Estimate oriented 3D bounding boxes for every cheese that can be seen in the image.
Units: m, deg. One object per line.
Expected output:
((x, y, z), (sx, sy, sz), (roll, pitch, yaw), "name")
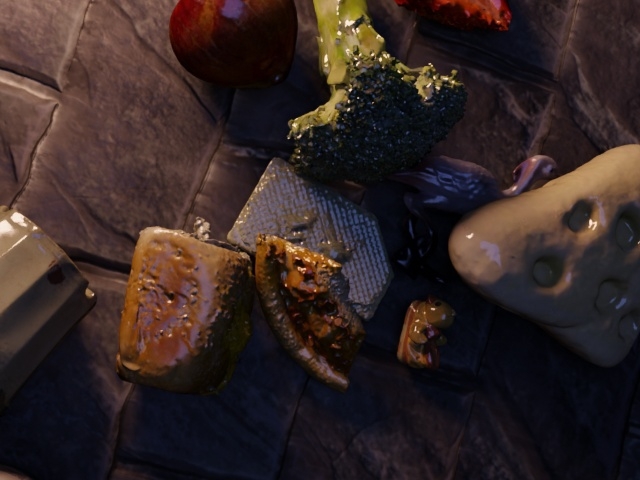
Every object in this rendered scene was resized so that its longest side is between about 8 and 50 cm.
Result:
((0.376, -0.023, 1.397), (0.351, 0.129, 0.328), (31, 86, -23), "cheese")

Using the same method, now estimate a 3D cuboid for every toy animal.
((0.230, -0.070, 1.449), (0.324, 0.090, 0.195), (-31, 104, -8), "toy animal")

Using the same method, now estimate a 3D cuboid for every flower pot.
((-0.450, 0.101, 1.252), (0.290, 0.290, 0.259), (45, 69, -2), "flower pot")

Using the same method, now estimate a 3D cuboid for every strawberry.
((0.194, -0.409, 1.481), (0.228, 0.098, 0.174), (24, 65, -17), "strawberry")

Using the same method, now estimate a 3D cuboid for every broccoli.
((0.070, -0.265, 1.367), (0.221, 0.252, 0.362), (14, 74, -41), "broccoli")

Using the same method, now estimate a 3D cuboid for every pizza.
((-0.014, 0.104, 1.380), (0.134, 0.056, 0.271), (-12, 108, 19), "pizza")

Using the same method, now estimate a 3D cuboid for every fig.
((-0.118, -0.305, 1.381), (0.205, 0.205, 0.205), (1, 84, -8), "fig")

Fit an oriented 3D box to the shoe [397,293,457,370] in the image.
((0.161, 0.141, 1.427), (0.069, 0.072, 0.109), (20, 73, 33), "shoe")

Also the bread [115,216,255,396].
((-0.176, 0.091, 1.317), (0.176, 0.195, 0.246), (12, 83, -3), "bread")

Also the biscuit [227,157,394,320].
((0.000, 0.000, 1.425), (0.252, 0.052, 0.150), (32, 80, -4), "biscuit")

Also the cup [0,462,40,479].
((-0.409, 0.399, 1.216), (0.289, 0.257, 0.219), (3, 84, -8), "cup")
